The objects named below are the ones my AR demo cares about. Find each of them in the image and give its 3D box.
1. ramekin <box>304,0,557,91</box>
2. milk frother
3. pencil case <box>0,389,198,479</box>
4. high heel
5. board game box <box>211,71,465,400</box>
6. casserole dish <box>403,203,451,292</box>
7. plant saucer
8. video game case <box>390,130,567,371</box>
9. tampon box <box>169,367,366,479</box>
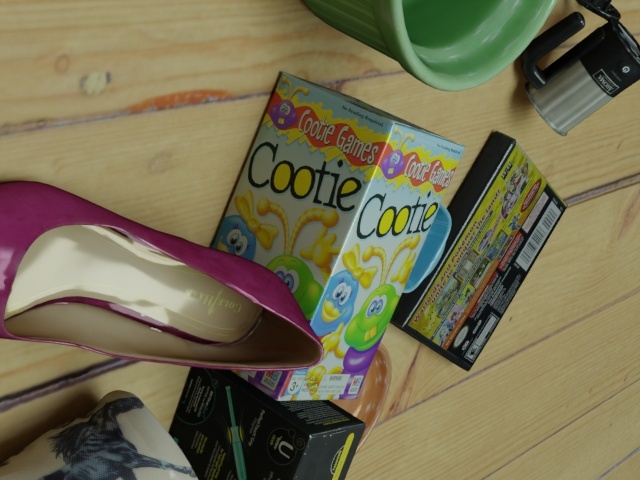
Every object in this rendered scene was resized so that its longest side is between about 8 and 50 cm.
[{"bbox_3d":[0.106,-0.300,1.057,0.303,0.148,0.303,-34,138,-37],"label":"ramekin"},{"bbox_3d":[0.321,-0.228,1.467,0.134,0.129,0.143,-37,-170,26],"label":"milk frother"},{"bbox_3d":[-0.271,0.287,0.970,0.410,0.160,0.184,-33,147,-37],"label":"pencil case"},{"bbox_3d":[-0.155,0.044,0.925,0.377,0.181,0.127,0,114,-54],"label":"high heel"},{"bbox_3d":[0.000,0.000,1.142,0.142,0.144,0.275,10,105,-56],"label":"board game box"},{"bbox_3d":[0.089,-0.009,1.357,0.114,0.037,0.188,-60,148,-3],"label":"casserole dish"},{"bbox_3d":[0.009,0.201,1.404,0.200,0.037,0.200,-34,138,-37],"label":"plant saucer"},{"bbox_3d":[0.212,0.023,1.553,0.275,0.035,0.248,-59,148,-2],"label":"video game case"},{"bbox_3d":[-0.058,0.205,1.199,0.101,0.161,0.120,2,113,-54],"label":"tampon box"}]
